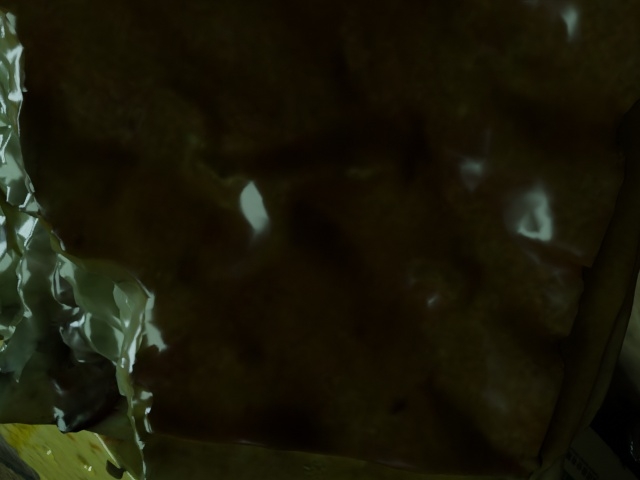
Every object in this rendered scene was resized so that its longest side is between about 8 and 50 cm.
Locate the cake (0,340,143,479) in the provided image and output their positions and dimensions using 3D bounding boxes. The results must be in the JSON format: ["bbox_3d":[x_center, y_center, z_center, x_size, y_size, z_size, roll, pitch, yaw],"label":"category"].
[{"bbox_3d":[-0.100,0.095,0.995,0.286,0.222,0.227,49,156,1],"label":"cake"}]

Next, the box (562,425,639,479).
[{"bbox_3d":[0.120,0.207,0.788,0.212,0.168,0.095,46,155,-28],"label":"box"}]

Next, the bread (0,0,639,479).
[{"bbox_3d":[-0.055,-0.065,0.555,0.191,0.370,0.314,-111,33,-69],"label":"bread"}]

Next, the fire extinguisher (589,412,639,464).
[{"bbox_3d":[0.150,0.124,0.854,0.049,0.035,0.173,18,166,-25],"label":"fire extinguisher"}]
